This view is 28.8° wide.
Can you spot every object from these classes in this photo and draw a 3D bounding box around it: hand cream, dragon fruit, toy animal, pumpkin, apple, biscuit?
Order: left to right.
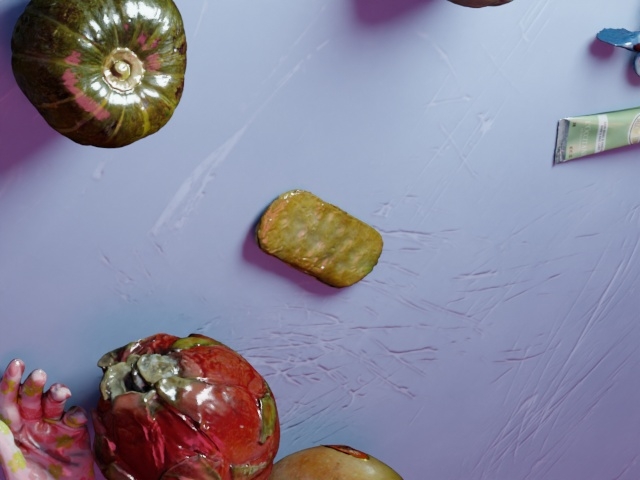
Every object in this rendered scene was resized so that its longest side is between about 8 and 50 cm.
[{"bbox_3d":[-0.260,-0.216,1.484,0.219,0.162,0.219,-10,105,-39],"label":"pumpkin"},{"bbox_3d":[-0.197,0.276,1.818,0.277,0.277,0.342,-20,143,-17],"label":"dragon fruit"},{"bbox_3d":[0.000,0.000,1.892,0.247,0.029,0.118,29,99,-42],"label":"biscuit"},{"bbox_3d":[0.036,0.513,2.111,0.338,0.338,0.305,-53,148,14],"label":"apple"},{"bbox_3d":[0.495,-0.182,2.043,0.235,0.055,0.086,-12,127,-14],"label":"hand cream"},{"bbox_3d":[0.548,-0.342,1.933,0.255,0.176,0.239,-44,152,-47],"label":"toy animal"}]

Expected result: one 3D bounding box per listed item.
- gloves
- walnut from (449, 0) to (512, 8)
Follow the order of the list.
[{"bbox_3d":[-0.408,0.277,1.801,0.145,0.126,0.241,-19,103,-12],"label":"gloves"},{"bbox_3d":[0.214,-0.397,1.580,0.224,0.224,0.224,-17,131,-20],"label":"walnut"}]
